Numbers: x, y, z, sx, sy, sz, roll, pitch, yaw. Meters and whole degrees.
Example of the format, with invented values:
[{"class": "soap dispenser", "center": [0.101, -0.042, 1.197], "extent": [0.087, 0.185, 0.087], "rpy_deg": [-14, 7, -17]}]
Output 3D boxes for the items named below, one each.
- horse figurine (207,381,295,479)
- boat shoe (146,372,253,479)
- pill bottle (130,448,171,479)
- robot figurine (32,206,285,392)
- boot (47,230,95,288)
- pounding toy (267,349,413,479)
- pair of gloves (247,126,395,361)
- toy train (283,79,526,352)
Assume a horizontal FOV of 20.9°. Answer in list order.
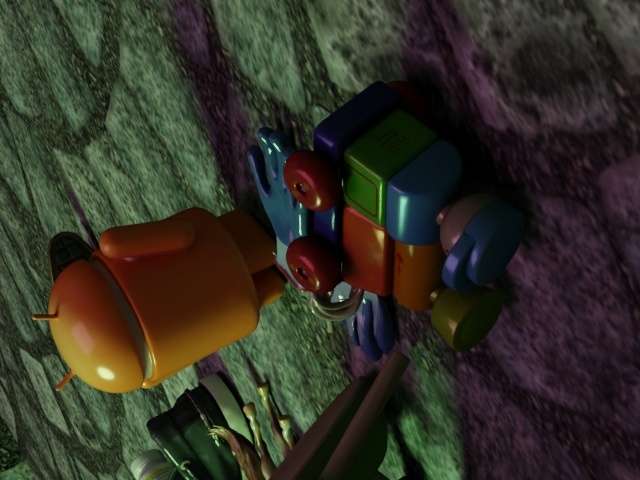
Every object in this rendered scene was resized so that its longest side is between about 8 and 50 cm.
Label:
[{"class": "horse figurine", "center": [-0.022, 0.237, 1.669], "extent": [0.263, 0.066, 0.174], "rpy_deg": [14, 121, 64]}, {"class": "boat shoe", "center": [-0.133, 0.293, 1.956], "extent": [0.127, 0.113, 0.340], "rpy_deg": [51, 157, 34]}, {"class": "pill bottle", "center": [-0.200, 0.330, 2.258], "extent": [0.116, 0.065, 0.065], "rpy_deg": [53, 158, 33]}, {"class": "robot figurine", "center": [-0.141, 0.050, 1.504], "extent": [0.128, 0.219, 0.158], "rpy_deg": [62, 162, 5]}, {"class": "boot", "center": [-0.300, 0.086, 2.188], "extent": [0.106, 0.082, 0.219], "rpy_deg": [12, 127, 64]}, {"class": "pounding toy", "center": [0.025, 0.206, 1.391], "extent": [0.110, 0.183, 0.237], "rpy_deg": [39, 159, -1]}, {"class": "pair of gloves", "center": [0.000, 0.000, 1.375], "extent": [0.198, 0.023, 0.159], "rpy_deg": [48, 153, 39]}, {"class": "toy train", "center": [0.060, 0.024, 1.146], "extent": [0.143, 0.105, 0.248], "rpy_deg": [38, 151, 27]}]
